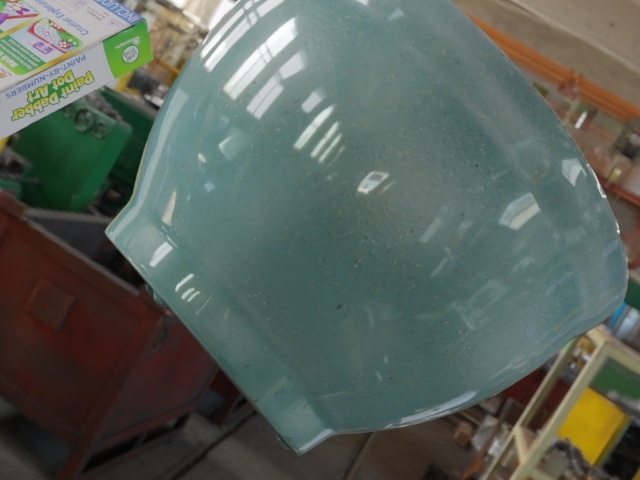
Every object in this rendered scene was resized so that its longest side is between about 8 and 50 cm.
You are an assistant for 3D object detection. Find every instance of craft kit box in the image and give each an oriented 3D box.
[{"bbox_3d":[-0.344,-0.201,0.923,0.250,0.247,0.061,36,-35,32],"label":"craft kit box"}]

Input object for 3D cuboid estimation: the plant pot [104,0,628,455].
[{"bbox_3d":[0.000,0.000,0.543,0.293,0.196,0.293,48,-10,11],"label":"plant pot"}]
